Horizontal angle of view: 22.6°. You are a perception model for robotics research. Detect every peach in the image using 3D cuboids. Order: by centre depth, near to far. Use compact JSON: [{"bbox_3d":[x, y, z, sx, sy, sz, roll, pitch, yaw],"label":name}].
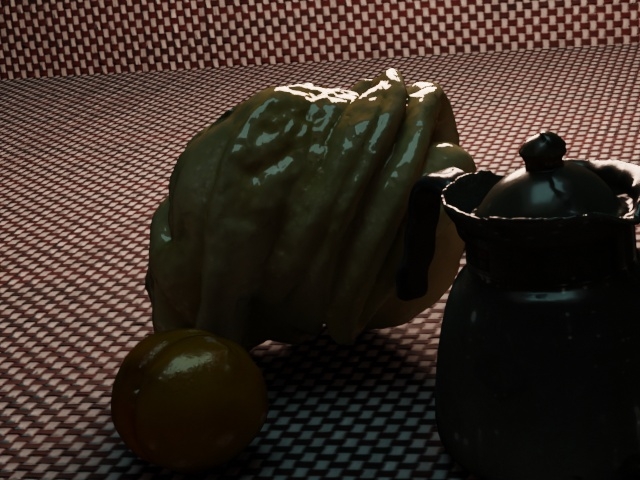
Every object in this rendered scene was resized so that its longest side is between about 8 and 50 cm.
[{"bbox_3d":[-0.120,0.144,1.429,0.138,0.138,0.138,-6,17,2],"label":"peach"}]

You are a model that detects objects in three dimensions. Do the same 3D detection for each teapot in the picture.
[{"bbox_3d":[0.195,0.034,1.402,0.223,0.285,0.305,-8,18,-5],"label":"teapot"}]

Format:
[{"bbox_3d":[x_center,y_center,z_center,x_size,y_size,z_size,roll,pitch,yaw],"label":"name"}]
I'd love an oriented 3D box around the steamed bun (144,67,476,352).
[{"bbox_3d":[0.003,-0.004,1.633,0.372,0.324,0.230,-23,56,-27],"label":"steamed bun"}]
